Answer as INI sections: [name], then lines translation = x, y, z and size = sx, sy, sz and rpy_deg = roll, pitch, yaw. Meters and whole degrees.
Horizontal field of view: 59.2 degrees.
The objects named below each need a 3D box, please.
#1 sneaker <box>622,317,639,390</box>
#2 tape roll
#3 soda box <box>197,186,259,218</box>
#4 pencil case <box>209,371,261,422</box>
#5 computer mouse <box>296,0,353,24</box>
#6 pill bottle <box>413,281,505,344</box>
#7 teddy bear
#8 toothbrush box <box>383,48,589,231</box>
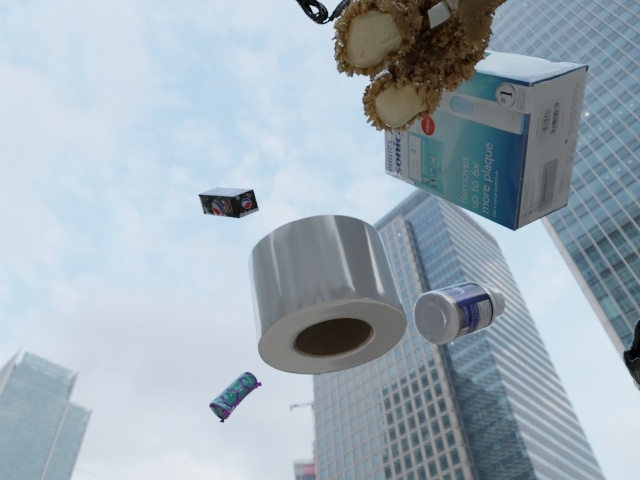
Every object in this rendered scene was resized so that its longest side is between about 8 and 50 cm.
[sneaker]
translation = 0.567, 0.134, 0.893
size = 0.106, 0.078, 0.234
rpy_deg = 37, -87, -27
[tape roll]
translation = 0.007, 0.095, 0.945
size = 0.246, 0.169, 0.246
rpy_deg = -8, -36, -6
[soda box]
translation = -0.216, -0.089, 1.304
size = 0.060, 0.169, 0.053
rpy_deg = -26, -69, -34
[pencil case]
translation = -0.237, 0.432, 1.570
size = 0.070, 0.152, 0.064
rpy_deg = 13, -55, 30
[computer mouse]
translation = 0.024, -0.548, 1.075
size = 0.262, 0.060, 0.184
rpy_deg = -39, -95, 29
[pill bottle]
translation = 0.256, 0.125, 1.015
size = 0.169, 0.094, 0.094
rpy_deg = -8, -42, -40
[teddy bear]
translation = 0.132, -0.280, 0.649
size = 0.245, 0.113, 0.338
rpy_deg = 30, -95, -40
[toothbrush box]
translation = 0.235, -0.177, 0.878
size = 0.126, 0.295, 0.216
rpy_deg = -21, -56, -26
